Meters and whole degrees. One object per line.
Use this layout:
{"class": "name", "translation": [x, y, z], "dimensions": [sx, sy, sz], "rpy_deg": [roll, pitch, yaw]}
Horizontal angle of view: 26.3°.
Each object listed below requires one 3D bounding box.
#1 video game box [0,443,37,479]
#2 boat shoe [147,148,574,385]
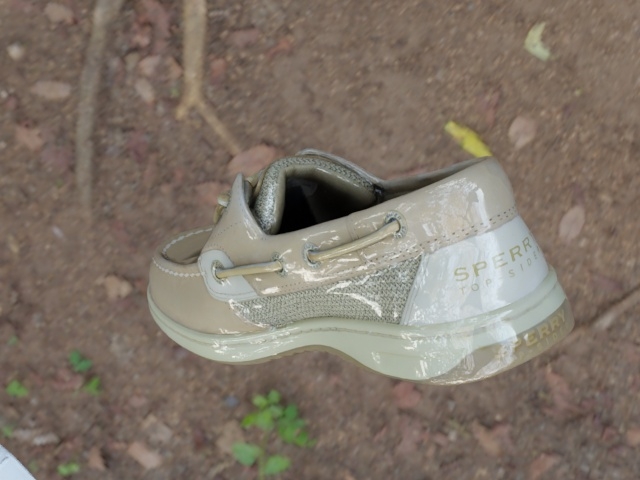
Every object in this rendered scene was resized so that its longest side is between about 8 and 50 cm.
{"class": "video game box", "translation": [-0.243, 0.141, 0.618], "dimensions": [0.187, 0.205, 0.048], "rpy_deg": [23, 150, 51]}
{"class": "boat shoe", "translation": [0.000, 0.000, 0.775], "dimensions": [0.341, 0.122, 0.110], "rpy_deg": [1, 115, 53]}
